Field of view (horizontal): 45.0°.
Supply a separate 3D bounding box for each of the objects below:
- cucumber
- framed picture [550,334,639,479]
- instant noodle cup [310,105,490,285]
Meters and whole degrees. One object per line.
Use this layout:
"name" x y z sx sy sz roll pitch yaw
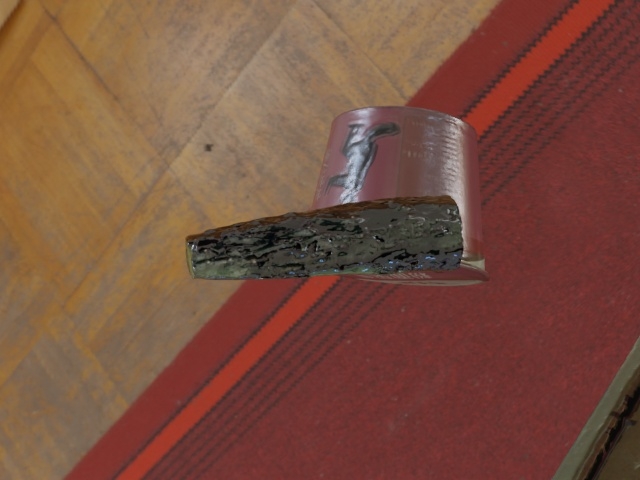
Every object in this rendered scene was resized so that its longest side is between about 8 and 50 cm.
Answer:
"cucumber" 0.000 -0.003 0.603 0.211 0.078 0.062 -1 90 -7
"framed picture" 0.204 0.108 0.295 0.247 0.335 0.022 -8 107 41
"instant noodle cup" 0.093 -0.047 0.922 0.234 0.234 0.179 2 79 30
